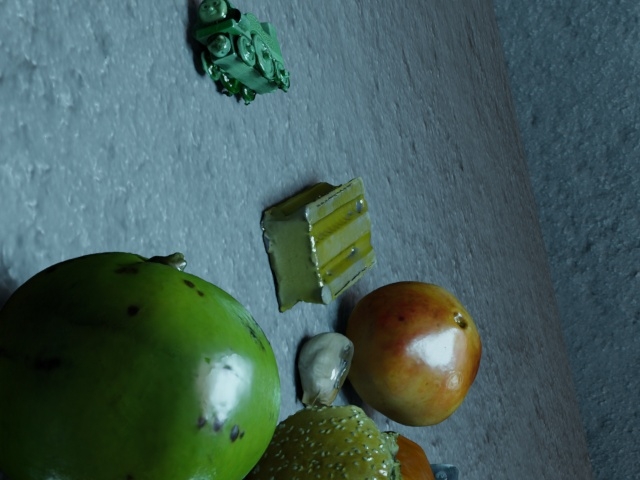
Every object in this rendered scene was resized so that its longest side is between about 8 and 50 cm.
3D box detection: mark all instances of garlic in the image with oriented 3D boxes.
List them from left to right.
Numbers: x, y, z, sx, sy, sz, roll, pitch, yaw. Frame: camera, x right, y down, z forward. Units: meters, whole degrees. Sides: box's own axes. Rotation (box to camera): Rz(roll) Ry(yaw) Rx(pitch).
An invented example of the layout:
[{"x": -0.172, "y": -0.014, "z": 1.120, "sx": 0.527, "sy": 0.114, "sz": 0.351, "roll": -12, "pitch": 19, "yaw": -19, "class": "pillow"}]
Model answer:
[{"x": 0.005, "y": 0.160, "z": 1.610, "sx": 0.152, "sy": 0.066, "sz": 0.084, "roll": -65, "pitch": 170, "yaw": -51, "class": "garlic"}]

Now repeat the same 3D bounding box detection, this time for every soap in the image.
[{"x": 0.002, "y": 0.000, "z": 1.631, "sx": 0.233, "sy": 0.076, "sz": 0.135, "roll": -37, "pitch": 117, "yaw": -67, "class": "soap"}]

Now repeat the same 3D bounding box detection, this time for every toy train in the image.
[{"x": -0.094, "y": -0.232, "z": 1.468, "sx": 0.178, "sy": 0.071, "sz": 0.104, "roll": 25, "pitch": 51, "yaw": -68, "class": "toy train"}]

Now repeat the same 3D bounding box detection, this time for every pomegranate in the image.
[{"x": -0.160, "y": 0.154, "z": 0.953, "sx": 0.236, "sy": 0.236, "sz": 0.301, "roll": -21, "pitch": 129, "yaw": -70, "class": "pomegranate"}, {"x": 0.130, "y": 0.161, "z": 1.745, "sx": 0.209, "sy": 0.209, "sz": 0.209, "roll": -8, "pitch": 90, "yaw": -70, "class": "pomegranate"}]

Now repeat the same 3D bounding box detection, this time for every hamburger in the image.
[{"x": -0.001, "y": 0.290, "z": 1.356, "sx": 0.122, "sy": 0.189, "sz": 0.215, "roll": 55, "pitch": 31, "yaw": -33, "class": "hamburger"}]

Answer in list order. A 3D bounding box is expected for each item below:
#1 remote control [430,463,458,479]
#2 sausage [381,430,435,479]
[{"x": 0.135, "y": 0.489, "z": 1.758, "sx": 0.377, "sy": 0.107, "sz": 0.044, "roll": -78, "pitch": 155, "yaw": -43, "class": "remote control"}, {"x": 0.069, "y": 0.338, "z": 1.549, "sx": 0.268, "sy": 0.153, "sz": 0.141, "roll": -28, "pitch": 95, "yaw": -78, "class": "sausage"}]
